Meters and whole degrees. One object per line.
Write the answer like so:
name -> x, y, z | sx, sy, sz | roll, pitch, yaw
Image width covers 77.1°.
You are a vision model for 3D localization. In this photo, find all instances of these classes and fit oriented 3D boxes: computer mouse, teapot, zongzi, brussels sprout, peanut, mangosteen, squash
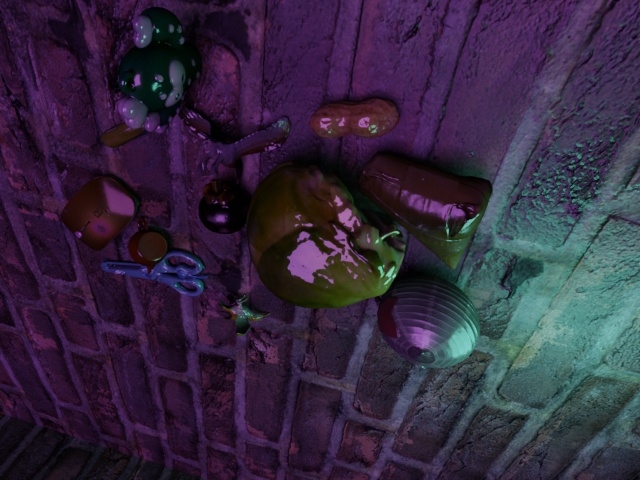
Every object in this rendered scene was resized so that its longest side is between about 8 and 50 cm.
computer mouse -> -0.666, -0.072, 1.198 | 0.310, 0.071, 0.158 | -31, 109, 31
teapot -> -0.523, 0.017, 1.203 | 0.116, 0.116, 0.173 | -10, 94, 22
zongzi -> 0.220, -0.052, 0.940 | 0.274, 0.145, 0.300 | 22, 149, 16
brussels sprout -> 0.000, 0.000, 0.937 | 0.371, 0.276, 0.314 | 29, 111, 1
peanut -> 0.069, -0.255, 0.851 | 0.193, 0.089, 0.089 | -1, 123, 16
mangosteen -> -0.249, -0.091, 1.025 | 0.137, 0.137, 0.151 | 4, 132, 13
squash -> -0.487, -0.278, 1.020 | 0.184, 0.052, 0.052 | -15, 118, 21

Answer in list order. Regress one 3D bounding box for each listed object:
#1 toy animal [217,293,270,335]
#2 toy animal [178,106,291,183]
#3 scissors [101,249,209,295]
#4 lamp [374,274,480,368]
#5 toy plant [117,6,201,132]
toy animal -> -0.238, 0.222, 1.267 | 0.155, 0.219, 0.095 | -15, 105, -17
toy animal -> -0.232, -0.204, 0.949 | 0.273, 0.160, 0.197 | 18, 129, 12
scissors -> -0.545, 0.097, 1.300 | 0.393, 0.032, 0.180 | 5, 124, 13
lamp -> 0.268, 0.207, 1.023 | 0.265, 0.233, 0.233 | 45, 124, -10
toy plant -> -0.328, -0.334, 0.812 | 0.113, 0.243, 0.232 | 22, 100, 1
